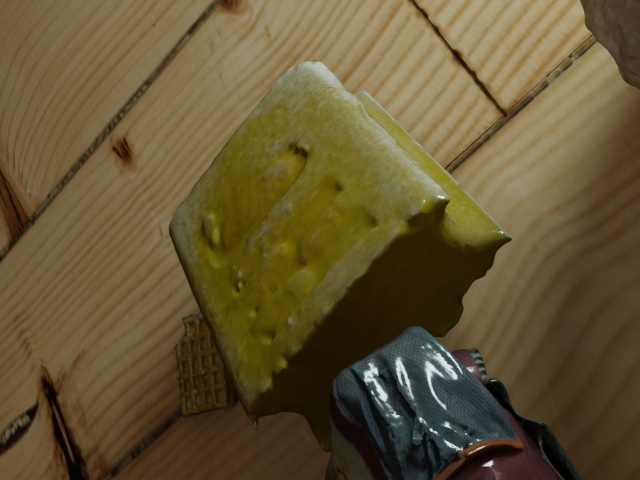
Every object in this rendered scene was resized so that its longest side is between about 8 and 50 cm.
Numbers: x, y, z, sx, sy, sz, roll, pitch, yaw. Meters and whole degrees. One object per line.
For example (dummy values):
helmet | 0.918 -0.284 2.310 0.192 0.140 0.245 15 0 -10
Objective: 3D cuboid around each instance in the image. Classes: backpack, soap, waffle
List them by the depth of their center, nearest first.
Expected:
backpack | 0.139 0.255 0.706 0.197 0.283 0.317 -32 61 -13
soap | 0.000 0.000 0.886 0.293 0.156 0.335 -50 41 17
waffle | -0.157 0.162 1.090 0.092 0.021 0.135 -21 68 33

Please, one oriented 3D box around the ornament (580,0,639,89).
ornament | 0.344 -0.220 0.648 0.225 0.259 0.259 35 102 23
